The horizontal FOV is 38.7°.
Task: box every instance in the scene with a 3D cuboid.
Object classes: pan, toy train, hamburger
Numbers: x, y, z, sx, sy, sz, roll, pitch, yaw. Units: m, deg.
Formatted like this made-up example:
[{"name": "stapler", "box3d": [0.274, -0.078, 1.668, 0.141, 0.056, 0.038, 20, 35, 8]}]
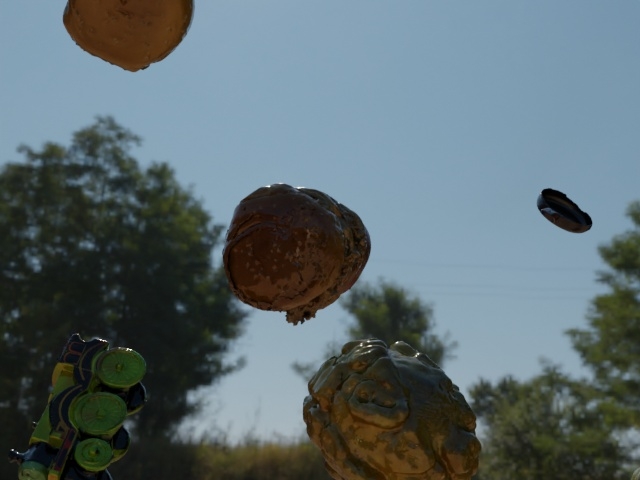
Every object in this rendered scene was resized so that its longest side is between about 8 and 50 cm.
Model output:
[{"name": "pan", "box3d": [0.434, -0.047, 1.668, 0.115, 0.040, 0.212, 39, 24, 19]}, {"name": "toy train", "box3d": [-0.371, 0.279, 1.421, 0.161, 0.296, 0.100, 13, -52, -2]}, {"name": "hamburger", "box3d": [-0.209, -0.265, 1.014, 0.138, 0.147, 0.083, 22, 13, -16]}, {"name": "hamburger", "box3d": [-0.040, 0.025, 1.650, 0.245, 0.260, 0.211, -8, -9, 22]}]

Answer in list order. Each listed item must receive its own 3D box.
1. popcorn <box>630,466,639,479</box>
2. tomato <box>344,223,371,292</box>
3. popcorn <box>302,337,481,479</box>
[{"name": "popcorn", "box3d": [0.742, 0.527, 1.712, 0.290, 0.325, 0.321, -25, -19, -52]}, {"name": "tomato", "box3d": [0.001, 0.000, 1.896, 0.228, 0.227, 0.101, 5, -35, -4]}, {"name": "popcorn", "box3d": [0.093, 0.251, 1.203, 0.250, 0.250, 0.190, 11, -55, -23]}]
